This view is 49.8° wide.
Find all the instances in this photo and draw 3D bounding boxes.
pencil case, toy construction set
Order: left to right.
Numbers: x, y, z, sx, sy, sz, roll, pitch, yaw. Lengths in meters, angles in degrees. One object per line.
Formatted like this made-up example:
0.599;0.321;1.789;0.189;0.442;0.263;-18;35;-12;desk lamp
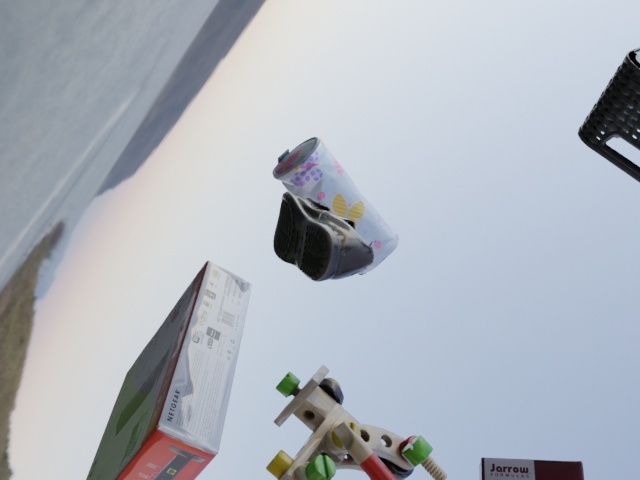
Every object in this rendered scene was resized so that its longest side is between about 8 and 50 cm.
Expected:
0.011;0.289;0.955;0.257;0.237;0.309;-37;170;-28;toy construction set
0.031;-0.065;1.296;0.113;0.273;0.124;-42;-158;-4;pencil case

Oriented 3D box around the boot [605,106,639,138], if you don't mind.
0.574;-0.255;1.307;0.137;0.077;0.198;-36;154;-32;boot

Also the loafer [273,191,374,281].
0.000;0.000;0.827;0.220;0.078;0.080;-132;-128;-63;loafer

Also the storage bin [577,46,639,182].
0.335;-0.117;0.621;0.180;0.122;0.084;-26;150;-40;storage bin

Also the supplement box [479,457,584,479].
0.267;0.399;0.858;0.073;0.130;0.239;68;23;-62;supplement box

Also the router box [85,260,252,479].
-0.226;0.239;0.987;0.301;0.082;0.335;-51;-162;28;router box
